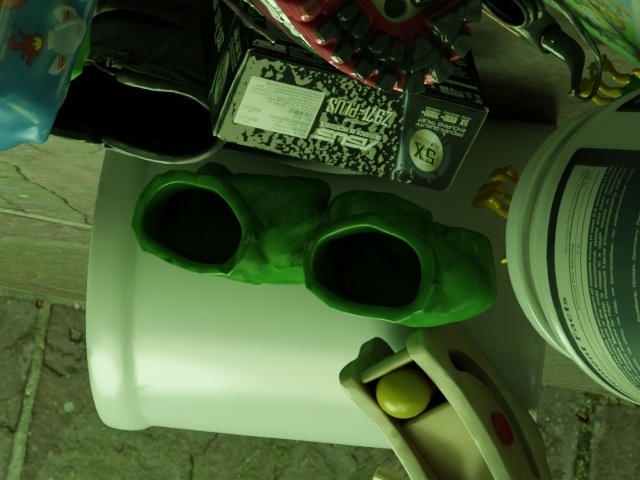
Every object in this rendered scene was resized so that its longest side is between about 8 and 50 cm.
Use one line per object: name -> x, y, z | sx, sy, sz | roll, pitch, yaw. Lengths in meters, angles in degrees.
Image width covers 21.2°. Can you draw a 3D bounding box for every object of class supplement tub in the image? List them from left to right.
supplement tub -> 0.231, 0.008, 0.917 | 0.191, 0.191, 0.272 | 13, -179, -19

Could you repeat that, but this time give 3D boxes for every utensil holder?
utensil holder -> 0.012, 0.025, 1.556 | 0.385, 0.328, 0.327 | 4, 168, 5

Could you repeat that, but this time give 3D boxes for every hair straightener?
hair straightener -> 0.074, -0.161, 1.004 | 0.230, 0.047, 0.089 | 42, 180, 6

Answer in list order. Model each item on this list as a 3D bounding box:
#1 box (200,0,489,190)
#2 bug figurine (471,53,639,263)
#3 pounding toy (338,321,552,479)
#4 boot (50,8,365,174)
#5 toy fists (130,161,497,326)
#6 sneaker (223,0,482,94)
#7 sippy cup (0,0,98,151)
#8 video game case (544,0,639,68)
box -> 0.013, -0.125, 1.217 | 0.180, 0.147, 0.077 | 12, 127, -18
bug figurine -> 0.243, -0.070, 1.210 | 0.072, 0.216, 0.279 | 46, 150, -18
pounding toy -> 0.093, 0.194, 1.373 | 0.155, 0.154, 0.269 | -29, 114, 21
boot -> -0.061, -0.097, 1.307 | 0.338, 0.118, 0.223 | 6, -166, 5
toy fists -> 0.000, 0.000, 1.304 | 0.279, 0.096, 0.142 | 13, 180, 25
sneaker -> -0.048, -0.188, 0.929 | 0.299, 0.121, 0.112 | 44, 172, -26
sippy cup -> -0.218, -0.176, 0.984 | 0.305, 0.224, 0.240 | 17, 166, -38
video game case -> 0.123, -0.170, 0.965 | 0.212, 0.023, 0.193 | 39, -179, 15
